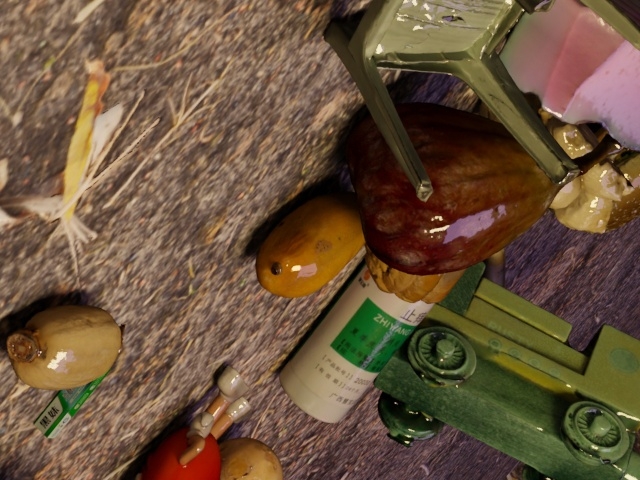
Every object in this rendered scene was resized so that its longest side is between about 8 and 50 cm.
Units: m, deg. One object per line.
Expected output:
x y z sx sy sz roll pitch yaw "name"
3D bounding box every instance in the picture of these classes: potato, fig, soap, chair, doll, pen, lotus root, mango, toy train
-0.102 0.288 2.009 0.118 0.109 0.178 -31 171 -29 "potato"
0.157 -0.058 1.649 0.274 0.170 0.146 -9 135 -15 "fig"
0.295 -0.185 1.788 0.109 0.193 0.324 -56 161 20 "soap"
0.123 -0.186 1.375 0.190 0.275 0.203 2 134 -38 "chair"
-0.143 0.245 1.873 0.217 0.085 0.183 -61 172 -18 "doll"
0.247 0.039 2.458 0.233 0.032 0.040 78 33 -69 "pen"
-0.199 0.086 1.394 0.073 0.062 0.150 -52 162 15 "lotus root"
0.000 0.000 1.678 0.098 0.075 0.190 -36 178 34 "mango"
0.249 0.180 2.233 0.253 0.397 0.160 -60 175 -45 "toy train"

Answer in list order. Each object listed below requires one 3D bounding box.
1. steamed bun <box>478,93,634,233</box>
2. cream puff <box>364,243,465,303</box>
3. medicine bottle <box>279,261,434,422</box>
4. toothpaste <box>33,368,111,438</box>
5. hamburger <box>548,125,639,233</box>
0.246 -0.087 1.869 0.106 0.177 0.192 -37 131 11 "steamed bun"
0.112 -0.026 1.800 0.189 0.129 0.189 -59 177 -4 "cream puff"
0.060 0.085 1.990 0.260 0.095 0.095 -54 162 17 "medicine bottle"
-0.217 0.137 1.539 0.083 0.020 0.017 -50 161 9 "toothpaste"
0.402 -0.095 2.345 0.189 0.122 0.215 -37 170 -17 "hamburger"
